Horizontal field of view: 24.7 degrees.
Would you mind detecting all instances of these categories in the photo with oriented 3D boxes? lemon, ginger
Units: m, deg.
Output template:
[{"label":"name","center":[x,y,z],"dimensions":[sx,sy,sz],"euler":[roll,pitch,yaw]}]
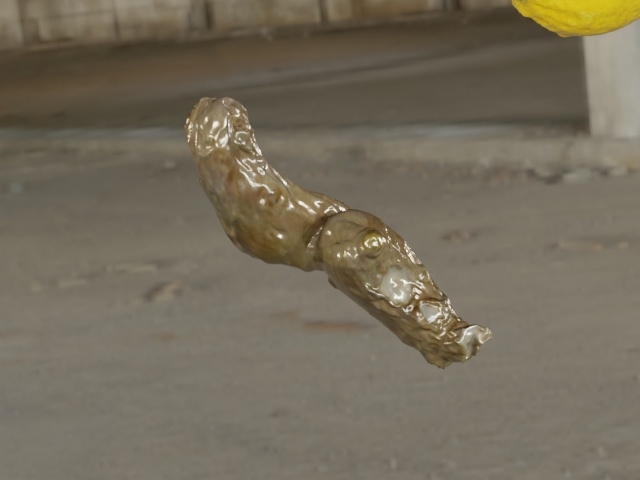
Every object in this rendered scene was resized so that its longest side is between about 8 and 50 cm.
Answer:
[{"label":"lemon","center":[0.236,-0.238,1.308],"dimensions":[0.155,0.114,0.114],"euler":[-13,12,-23]},{"label":"ginger","center":[0.002,0.002,1.142],"dimensions":[0.084,0.290,0.122],"euler":[-52,6,-8]}]
